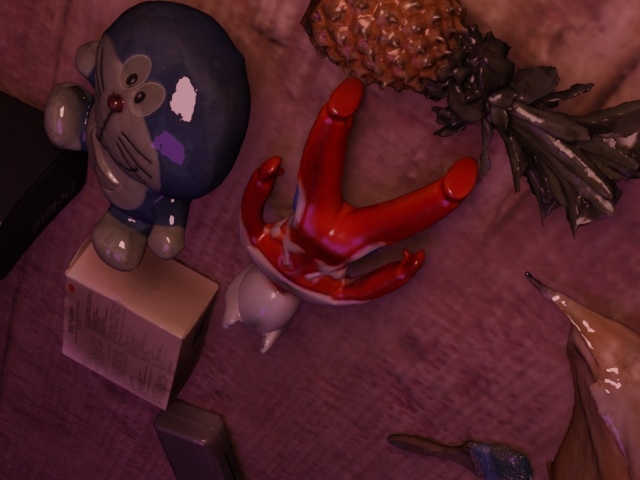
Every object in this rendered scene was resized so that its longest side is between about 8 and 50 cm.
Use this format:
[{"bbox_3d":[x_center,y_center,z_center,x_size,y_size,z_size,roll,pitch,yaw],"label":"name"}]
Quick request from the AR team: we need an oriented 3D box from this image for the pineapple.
[{"bbox_3d":[0.123,-0.125,0.871,0.277,0.119,0.130,37,102,-11],"label":"pineapple"}]

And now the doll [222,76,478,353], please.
[{"bbox_3d":[0.000,0.000,1.142,0.188,0.099,0.384,36,139,-6],"label":"doll"}]

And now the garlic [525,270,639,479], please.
[{"bbox_3d":[0.288,0.193,1.127,0.196,0.151,0.338,23,146,34],"label":"garlic"}]

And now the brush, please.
[{"bbox_3d":[0.165,0.263,1.405,0.196,0.021,0.070,6,137,33],"label":"brush"}]

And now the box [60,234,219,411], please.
[{"bbox_3d":[-0.233,0.100,1.437,0.168,0.095,0.212,27,145,3],"label":"box"}]

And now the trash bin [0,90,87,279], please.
[{"bbox_3d":[-0.398,-0.090,1.263,0.225,0.165,0.115,29,147,7],"label":"trash bin"}]

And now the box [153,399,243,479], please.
[{"bbox_3d":[-0.177,0.337,1.731,0.103,0.055,0.244,15,143,21],"label":"box"}]

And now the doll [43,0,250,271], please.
[{"bbox_3d":[-0.154,-0.104,1.053,0.228,0.154,0.258,69,158,10],"label":"doll"}]
